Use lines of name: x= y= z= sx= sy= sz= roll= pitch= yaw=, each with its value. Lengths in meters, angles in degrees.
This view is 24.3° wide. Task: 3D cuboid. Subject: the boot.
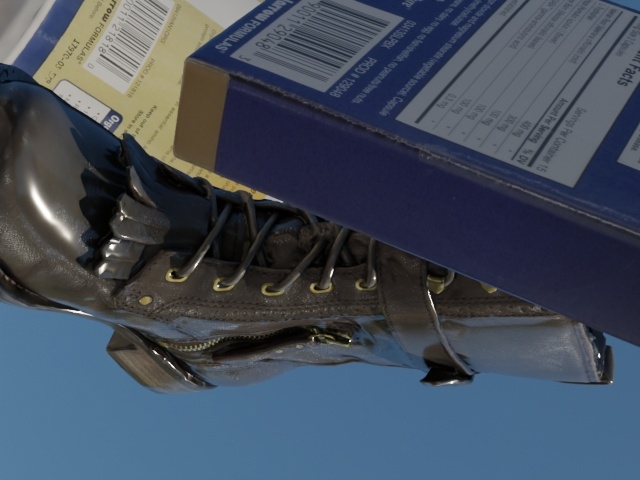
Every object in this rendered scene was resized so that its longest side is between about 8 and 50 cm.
boot: x=0.000 y=0.000 z=0.605 sx=0.229 sy=0.263 sz=0.091 roll=-2 pitch=-114 yaw=22

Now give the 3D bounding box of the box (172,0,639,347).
box: x=0.090 y=-0.022 z=0.409 sx=0.225 sy=0.136 sz=0.036 roll=22 pitch=-56 yaw=15

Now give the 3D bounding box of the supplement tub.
supplement tub: x=-0.119 y=-0.101 z=1.051 sx=0.228 sy=0.316 sz=0.228 roll=-38 pitch=-147 yaw=31
